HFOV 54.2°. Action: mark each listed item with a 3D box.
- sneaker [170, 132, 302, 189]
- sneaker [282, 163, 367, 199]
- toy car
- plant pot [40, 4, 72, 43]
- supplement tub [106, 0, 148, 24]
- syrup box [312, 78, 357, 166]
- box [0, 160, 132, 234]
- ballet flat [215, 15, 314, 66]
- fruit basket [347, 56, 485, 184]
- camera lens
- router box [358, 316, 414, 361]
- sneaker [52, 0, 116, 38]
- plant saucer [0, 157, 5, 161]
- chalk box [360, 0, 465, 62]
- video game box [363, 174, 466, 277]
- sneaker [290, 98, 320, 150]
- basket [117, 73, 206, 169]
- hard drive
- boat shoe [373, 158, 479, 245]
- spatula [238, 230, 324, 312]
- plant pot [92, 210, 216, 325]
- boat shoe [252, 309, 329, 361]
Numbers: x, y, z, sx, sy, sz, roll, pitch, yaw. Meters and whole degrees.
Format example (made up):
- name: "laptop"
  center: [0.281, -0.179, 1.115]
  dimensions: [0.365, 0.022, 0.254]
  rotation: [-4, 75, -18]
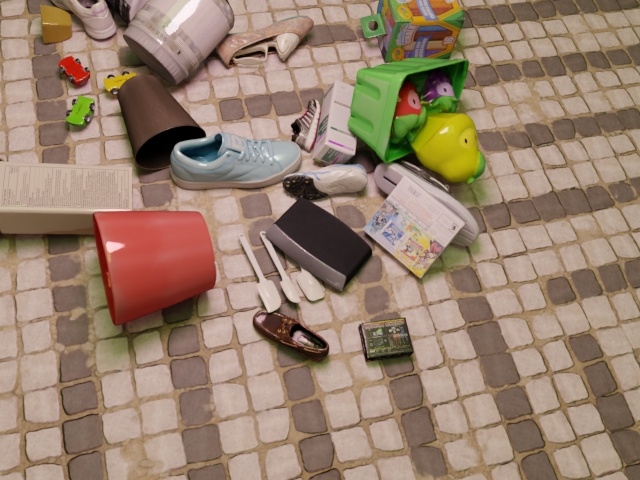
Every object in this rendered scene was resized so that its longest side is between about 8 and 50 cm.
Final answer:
- name: "sneaker"
  center: [-0.222, -0.226, 1.687]
  dimensions: [0.365, 0.150, 0.135]
  rotation: [-12, 66, -13]
- name: "sneaker"
  center: [0.011, -0.168, 1.735]
  dimensions: [0.237, 0.085, 0.086]
  rotation: [-5, 37, -6]
- name: "toy car"
  center: [-0.656, -0.407, 1.780]
  dimensions: [0.239, 0.053, 0.225]
  rotation: [14, 62, 1]
- name: "plant pot"
  center: [-0.789, -0.646, 1.874]
  dimensions: [0.083, 0.081, 0.081]
  rotation: [-6, 63, -24]
- name: "supplement tub"
  center: [-0.590, -0.813, 1.910]
  dimensions: [0.207, 0.207, 0.338]
  rotation: [-35, 73, -22]
- name: "syrup box"
  center: [0.050, -0.332, 1.797]
  dimensions: [0.096, 0.093, 0.237]
  rotation: [19, 61, -17]
- name: "box"
  center: [-0.630, -0.102, 1.559]
  dimensions: [0.311, 0.121, 0.148]
  rotation: [2, 63, -17]
- name: "ballet flat"
  center: [-0.159, -0.597, 1.921]
  dimensions: [0.316, 0.107, 0.106]
  rotation: [-17, 71, -5]
- name: "fruit basket"
  center: [0.305, -0.333, 1.709]
  dimensions: [0.392, 0.283, 0.392]
  rotation: [7, 32, -5]
- name: "camera lens"
  center: [-0.400, -0.617, 1.799]
  dimensions: [0.219, 0.219, 0.274]
  rotation: [37, 83, 12]
- name: "router box"
  center: [0.162, 0.246, 1.556]
  dimensions: [0.122, 0.038, 0.092]
  rotation: [-5, 64, -10]
- name: "sneaker"
  center: [-0.731, -0.748, 1.891]
  dimensions: [0.305, 0.152, 0.114]
  rotation: [41, 67, 15]
- name: "plant saucer"
  center: [-0.923, -0.096, 1.589]
  dimensions: [0.310, 0.050, 0.311]
  rotation: [3, 63, -5]
- name: "chalk box"
  center: [0.275, -0.690, 1.973]
  dimensions: [0.289, 0.179, 0.180]
  rotation: [-6, 63, -10]
- name: "video game box"
  center: [0.246, -0.037, 1.648]
  dimensions: [0.205, 0.048, 0.187]
  rotation: [42, 106, 14]
- name: "sneaker"
  center: [-0.047, -0.343, 1.818]
  dimensions: [0.074, 0.063, 0.170]
  rotation: [13, 67, -8]
- name: "basket"
  center: [-0.456, -0.333, 1.717]
  dimensions: [0.204, 0.154, 0.227]
  rotation: [-25, 65, -20]
- name: "hard drive"
  center: [0.000, 0.000, 1.644]
  dimensions: [0.254, 0.054, 0.172]
  rotation: [36, 56, 10]
- name: "boat shoe"
  center: [0.307, -0.124, 1.718]
  dimensions: [0.335, 0.121, 0.119]
  rotation: [40, 46, 8]
- name: "spatula"
  center: [-0.106, 0.064, 1.617]
  dimensions: [0.168, 0.019, 0.242]
  rotation: [-15, 61, -24]
- name: "plant pot"
  center: [-0.390, 0.043, 1.480]
  dimensions: [0.243, 0.275, 0.275]
  rotation: [-12, 65, -23]
- name: "boat shoe"
  center: [-0.070, 0.222, 1.521]
  dimensions: [0.207, 0.073, 0.073]
  rotation: [24, 64, 7]
